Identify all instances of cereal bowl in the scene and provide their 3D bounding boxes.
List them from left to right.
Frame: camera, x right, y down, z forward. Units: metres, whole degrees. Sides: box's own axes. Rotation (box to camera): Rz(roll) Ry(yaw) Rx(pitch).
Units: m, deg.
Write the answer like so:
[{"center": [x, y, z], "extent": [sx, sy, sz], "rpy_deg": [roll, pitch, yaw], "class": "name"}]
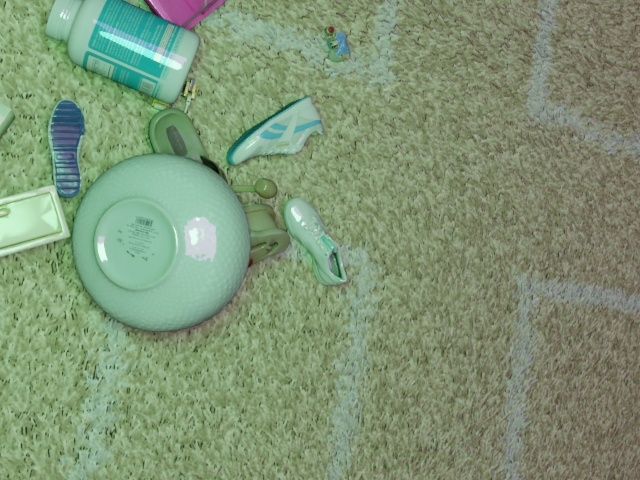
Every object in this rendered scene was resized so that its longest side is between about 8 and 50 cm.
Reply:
[{"center": [-0.307, 0.005, 1.498], "extent": [0.338, 0.141, 0.339], "rpy_deg": [0, 92, 14], "class": "cereal bowl"}]

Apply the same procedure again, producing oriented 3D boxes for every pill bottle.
[{"center": [-0.370, -0.371, 1.548], "extent": [0.264, 0.146, 0.146], "rpy_deg": [23, 80, -14], "class": "pill bottle"}]

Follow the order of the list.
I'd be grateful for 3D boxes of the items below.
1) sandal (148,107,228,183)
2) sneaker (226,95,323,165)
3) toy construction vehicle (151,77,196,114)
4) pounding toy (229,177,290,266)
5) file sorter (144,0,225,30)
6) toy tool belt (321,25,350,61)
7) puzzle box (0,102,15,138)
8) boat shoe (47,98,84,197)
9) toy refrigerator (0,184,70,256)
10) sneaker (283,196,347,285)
[{"center": [-0.244, -0.120, 1.644], "extent": [0.120, 0.086, 0.303], "rpy_deg": [-38, 114, -20], "class": "sandal"}, {"center": [-0.091, -0.213, 1.725], "extent": [0.228, 0.087, 0.092], "rpy_deg": [-35, 106, -19], "class": "sneaker"}, {"center": [-0.292, -0.303, 1.657], "extent": [0.085, 0.035, 0.098], "rpy_deg": [19, 82, -24], "class": "toy construction vehicle"}, {"center": [-0.168, -0.025, 1.635], "extent": [0.155, 0.269, 0.154], "rpy_deg": [58, 19, 23], "class": "pounding toy"}, {"center": [-0.212, -0.573, 1.594], "extent": [0.291, 0.182, 0.202], "rpy_deg": [-47, 108, -27], "class": "file sorter"}, {"center": [0.039, -0.433, 1.805], "extent": [0.052, 0.051, 0.083], "rpy_deg": [-23, 99, -24], "class": "toy tool belt"}, {"center": [-0.760, -0.208, 1.367], "extent": [0.408, 0.052, 0.272], "rpy_deg": [31, 77, -5], "class": "puzzle box"}, {"center": [-0.482, -0.171, 1.549], "extent": [0.066, 0.066, 0.183], "rpy_deg": [3, 86, -25], "class": "boat shoe"}, {"center": [-0.599, -0.016, 1.479], "extent": [0.269, 0.094, 0.102], "rpy_deg": [-18, 98, -24], "class": "toy refrigerator"}, {"center": [0.000, 0.000, 1.762], "extent": [0.080, 0.094, 0.212], "rpy_deg": [-34, 104, -20], "class": "sneaker"}]
